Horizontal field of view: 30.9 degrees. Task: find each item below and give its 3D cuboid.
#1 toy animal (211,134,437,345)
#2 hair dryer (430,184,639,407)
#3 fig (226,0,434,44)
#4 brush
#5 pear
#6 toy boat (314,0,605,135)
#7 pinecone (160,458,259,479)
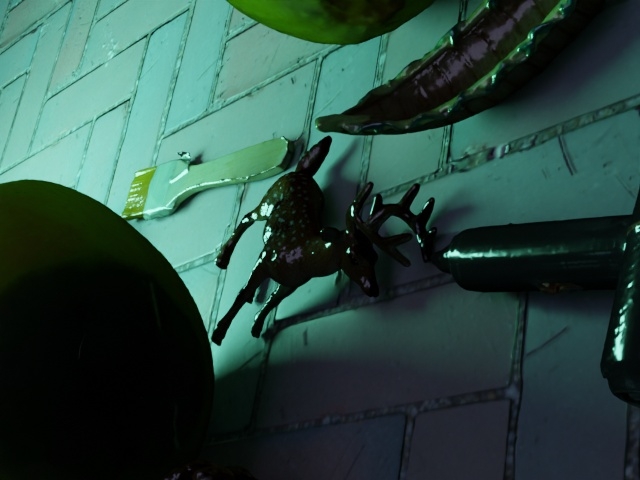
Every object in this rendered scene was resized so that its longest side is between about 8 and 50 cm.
[{"bbox_3d":[-0.015,-0.006,1.111,0.260,0.087,0.243,-49,37,26],"label":"toy animal"},{"bbox_3d":[0.181,0.029,0.831,0.352,0.107,0.189,-8,63,60],"label":"hair dryer"},{"bbox_3d":[0.001,-0.349,1.133,0.343,0.343,0.343,-32,44,38],"label":"fig"},{"bbox_3d":[-0.140,-0.075,1.387,0.336,0.020,0.085,-9,60,50],"label":"brush"},{"bbox_3d":[-0.229,0.126,1.039,0.165,0.399,0.399,-8,61,44],"label":"pear"},{"bbox_3d":[0.133,-0.165,1.015,0.293,0.099,0.108,-37,41,22],"label":"toy boat"},{"bbox_3d":[-0.095,0.264,0.980,0.173,0.173,0.174,-32,44,38],"label":"pinecone"}]
